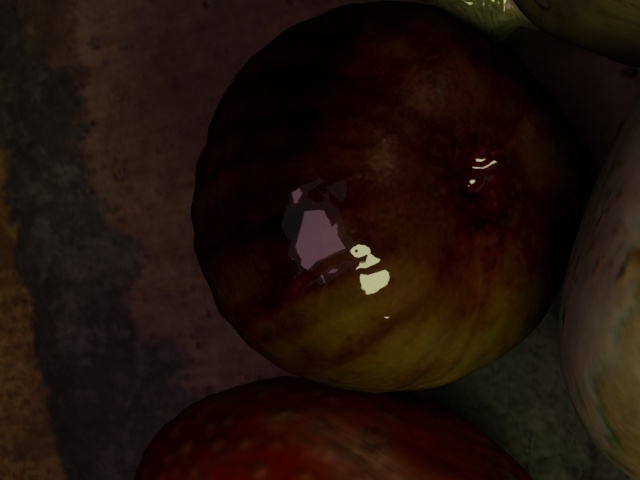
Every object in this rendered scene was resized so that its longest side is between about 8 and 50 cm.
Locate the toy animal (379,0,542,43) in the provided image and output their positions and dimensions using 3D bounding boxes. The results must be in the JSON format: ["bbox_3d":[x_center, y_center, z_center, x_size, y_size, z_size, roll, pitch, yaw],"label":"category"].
[{"bbox_3d":[0.093,-0.158,0.893,0.137,0.098,0.098,15,103,34],"label":"toy animal"}]

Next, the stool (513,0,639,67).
[{"bbox_3d":[0.068,-0.210,0.761,0.264,0.179,0.179,19,109,-12],"label":"stool"}]

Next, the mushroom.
[{"bbox_3d":[0.236,0.019,0.764,0.243,0.243,0.243,4,97,32],"label":"mushroom"}]

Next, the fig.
[{"bbox_3d":[0.000,0.000,0.913,0.321,0.217,0.217,-29,79,58],"label":"fig"}]

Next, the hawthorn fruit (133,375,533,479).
[{"bbox_3d":[0.042,0.223,0.881,0.330,0.287,0.287,7,99,16],"label":"hawthorn fruit"}]
